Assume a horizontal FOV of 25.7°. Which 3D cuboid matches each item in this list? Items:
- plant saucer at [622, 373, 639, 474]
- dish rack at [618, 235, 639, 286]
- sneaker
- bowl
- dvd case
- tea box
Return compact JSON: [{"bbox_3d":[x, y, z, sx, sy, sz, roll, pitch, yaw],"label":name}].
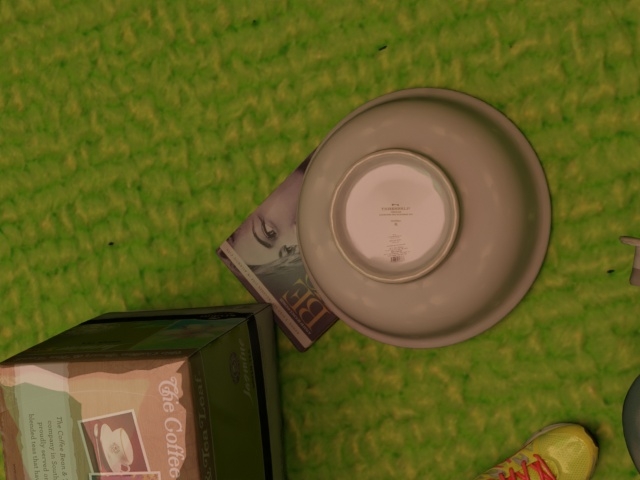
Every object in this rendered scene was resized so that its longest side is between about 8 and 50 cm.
[{"bbox_3d":[0.444,0.224,1.365,0.318,0.043,0.317,18,140,16],"label":"plant saucer"},{"bbox_3d":[0.453,0.062,1.316,0.333,0.285,0.072,11,91,21],"label":"dish rack"},{"bbox_3d":[0.215,0.275,1.537,0.208,0.094,0.081,-39,78,19],"label":"sneaker"},{"bbox_3d":[0.094,-0.026,1.528,0.298,0.134,0.297,0,89,18],"label":"bowl"},{"bbox_3d":[0.000,0.000,1.647,0.221,0.018,0.164,-45,78,19],"label":"dvd case"},{"bbox_3d":[-0.181,0.258,1.554,0.220,0.323,0.328,-3,96,13],"label":"tea box"}]
